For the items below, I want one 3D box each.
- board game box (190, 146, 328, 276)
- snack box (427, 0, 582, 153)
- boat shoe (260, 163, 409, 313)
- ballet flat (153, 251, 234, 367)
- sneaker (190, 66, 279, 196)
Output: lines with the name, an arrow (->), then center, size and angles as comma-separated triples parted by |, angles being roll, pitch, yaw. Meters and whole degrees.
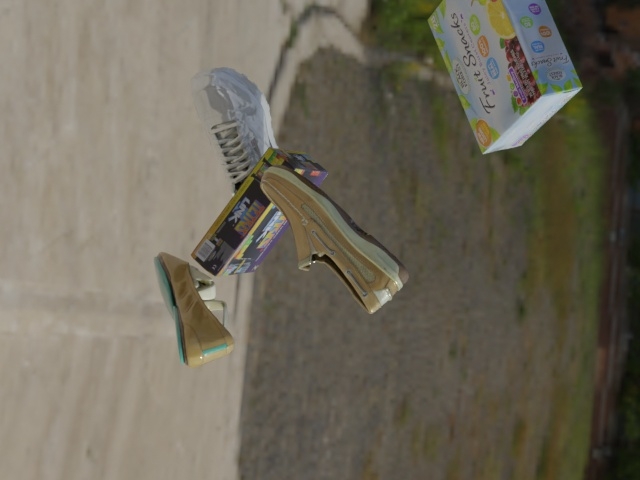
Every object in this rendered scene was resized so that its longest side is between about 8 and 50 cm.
board game box -> -0.075, -0.035, 1.681 | 0.170, 0.048, 0.141 | -53, 166, 12
snack box -> 0.231, -0.241, 1.708 | 0.174, 0.070, 0.207 | -47, -121, 63
boat shoe -> 0.000, 0.000, 1.379 | 0.072, 0.190, 0.068 | -47, 164, -10
ballet flat -> -0.156, 0.083, 1.665 | 0.232, 0.073, 0.080 | -117, -162, -56
sneaker -> -0.105, -0.125, 1.756 | 0.094, 0.090, 0.235 | -84, 154, -45
